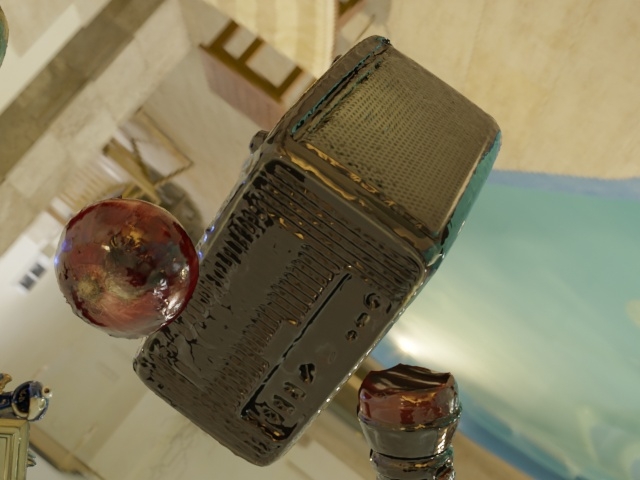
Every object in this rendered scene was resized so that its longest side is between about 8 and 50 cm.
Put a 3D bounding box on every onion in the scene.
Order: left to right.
[{"bbox_3d":[-0.169,0.021,0.845,0.131,0.131,0.131,36,167,10],"label":"onion"}]

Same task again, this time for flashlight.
[{"bbox_3d":[0.080,0.223,0.803,0.093,0.093,0.232,15,113,61],"label":"flashlight"}]

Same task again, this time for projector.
[{"bbox_3d":[0.000,0.000,1.161,0.242,0.405,0.395,37,124,0],"label":"projector"}]

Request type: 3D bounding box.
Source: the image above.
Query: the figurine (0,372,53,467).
[{"bbox_3d":[-0.512,0.265,1.392,0.262,0.164,0.121,-6,160,-1],"label":"figurine"}]

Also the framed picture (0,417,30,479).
[{"bbox_3d":[-0.448,0.281,0.960,0.296,0.232,0.019,5,-172,-9],"label":"framed picture"}]

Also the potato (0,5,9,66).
[{"bbox_3d":[-0.429,-0.185,1.048,0.143,0.169,0.248,48,127,7],"label":"potato"}]
